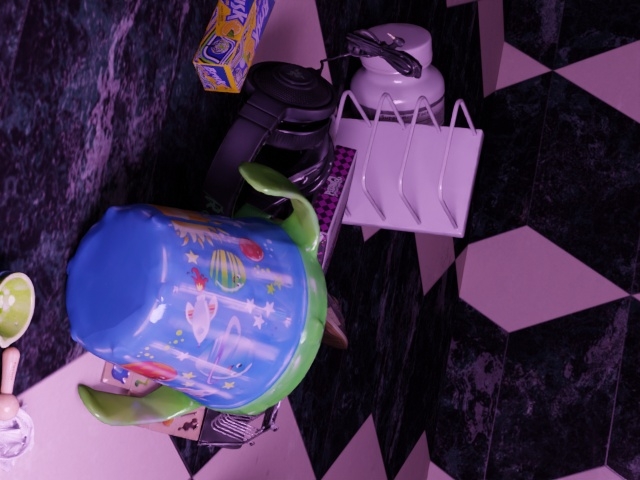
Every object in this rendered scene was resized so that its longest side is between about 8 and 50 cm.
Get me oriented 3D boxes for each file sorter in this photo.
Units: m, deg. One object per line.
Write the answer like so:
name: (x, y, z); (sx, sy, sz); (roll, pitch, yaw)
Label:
file sorter: (0.107, -0.138, 1.894); (0.173, 0.277, 0.193); (48, 52, -62)

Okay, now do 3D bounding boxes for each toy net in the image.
toy net: (-0.312, 0.144, 1.085); (0.122, 0.045, 0.232); (-57, 150, -53)

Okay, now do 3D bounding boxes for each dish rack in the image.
dish rack: (-0.090, 0.177, 1.547); (0.271, 0.074, 0.208); (135, -30, -68)

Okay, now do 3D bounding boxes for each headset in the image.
headset: (-0.020, -0.148, 1.579); (0.394, 0.185, 0.243); (-57, 166, -25)

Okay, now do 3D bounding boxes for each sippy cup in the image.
sippy cup: (-0.149, 0.063, 1.248); (0.224, 0.240, 0.306); (21, 76, -49)

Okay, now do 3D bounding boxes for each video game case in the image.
video game case: (0.000, 0.000, 1.733); (0.232, 0.041, 0.210); (-71, 175, -51)

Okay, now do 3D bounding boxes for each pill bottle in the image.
pill bottle: (0.144, -0.234, 2.119); (0.176, 0.176, 0.319); (-58, 151, -51)

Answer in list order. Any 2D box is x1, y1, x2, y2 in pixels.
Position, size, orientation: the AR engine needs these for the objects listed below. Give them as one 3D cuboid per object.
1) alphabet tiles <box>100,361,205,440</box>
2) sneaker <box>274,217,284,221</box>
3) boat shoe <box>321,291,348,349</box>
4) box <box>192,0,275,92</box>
alphabet tiles: (-0.173, 0.122, 1.411); (0.198, 0.009, 0.237); (23, 74, -41)
sneaker: (-0.090, 0.013, 1.670); (0.081, 0.094, 0.208); (-60, -168, 20)
boat shoe: (0.008, 0.131, 2.019); (0.073, 0.080, 0.223); (-70, 155, -18)
box: (-0.112, -0.280, 1.503); (0.059, 0.054, 0.169); (71, 32, -56)
